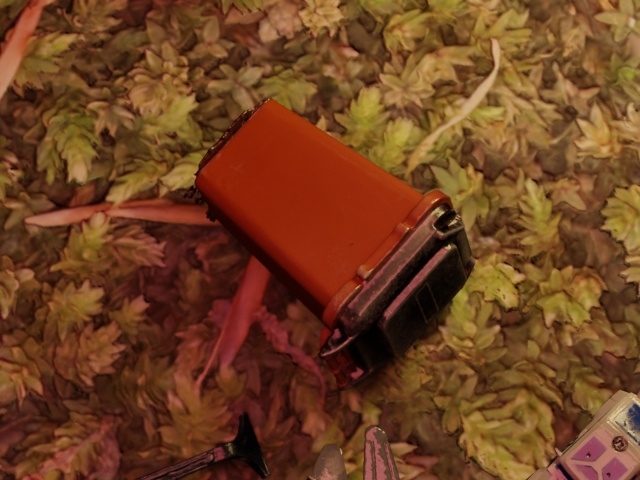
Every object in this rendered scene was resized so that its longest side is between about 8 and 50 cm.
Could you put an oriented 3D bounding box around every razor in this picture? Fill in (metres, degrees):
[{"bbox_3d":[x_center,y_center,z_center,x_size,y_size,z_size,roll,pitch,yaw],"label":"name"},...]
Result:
[{"bbox_3d":[-0.147,0.219,1.808,0.190,0.033,0.066,-21,73,0],"label":"razor"}]

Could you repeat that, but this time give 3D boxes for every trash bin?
[{"bbox_3d":[0.000,0.000,1.801,0.239,0.161,0.184,37,80,21],"label":"trash bin"}]

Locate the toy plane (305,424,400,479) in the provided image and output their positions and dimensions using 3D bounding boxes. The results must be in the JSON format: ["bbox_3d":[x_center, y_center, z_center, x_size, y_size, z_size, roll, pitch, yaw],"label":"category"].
[{"bbox_3d":[0.069,0.314,1.738,0.267,0.088,0.212,39,71,3],"label":"toy plane"}]

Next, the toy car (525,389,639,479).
[{"bbox_3d":[0.255,0.202,1.758,0.171,0.070,0.080,-43,74,-7],"label":"toy car"}]
